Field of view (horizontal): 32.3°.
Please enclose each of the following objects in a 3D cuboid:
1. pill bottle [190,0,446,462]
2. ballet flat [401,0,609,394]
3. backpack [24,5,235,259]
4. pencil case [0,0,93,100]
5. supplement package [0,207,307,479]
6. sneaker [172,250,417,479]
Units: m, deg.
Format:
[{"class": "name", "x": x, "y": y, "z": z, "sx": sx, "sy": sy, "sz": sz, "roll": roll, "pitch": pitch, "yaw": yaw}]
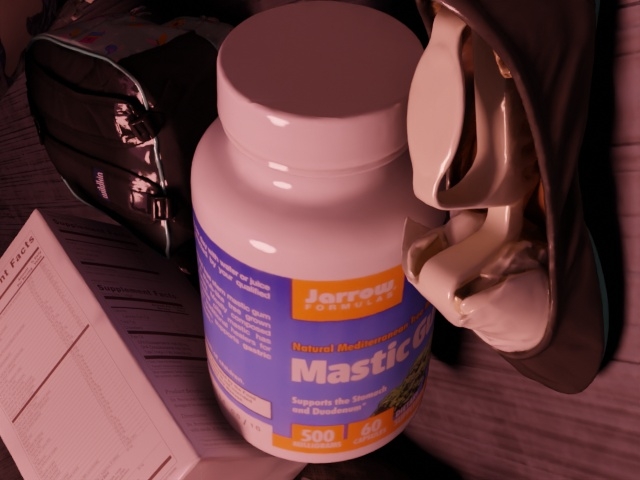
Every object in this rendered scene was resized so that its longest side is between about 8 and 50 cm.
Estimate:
[{"class": "pill bottle", "x": 0.000, "y": 0.000, "z": 0.674, "sx": 0.152, "sy": 0.152, "sz": 0.272, "roll": 45, "pitch": 150, "yaw": 35}, {"class": "ballet flat", "x": 0.084, "y": -0.022, "z": 0.556, "sx": 0.095, "sy": 0.096, "sz": 0.280, "roll": 30, "pitch": 139, "yaw": 48}, {"class": "backpack", "x": -0.139, "y": -0.096, "z": 0.855, "sx": 0.188, "sy": 0.144, "sz": 0.165, "roll": 19, "pitch": 131, "yaw": 39}, {"class": "pencil case", "x": -0.314, "y": -0.136, "z": 0.863, "sx": 0.184, "sy": 0.410, "sz": 0.160, "roll": 28, "pitch": 143, "yaw": -14}, {"class": "supplement package", "x": -0.146, "y": 0.111, "z": 0.822, "sx": 0.139, "sy": 0.134, "sz": 0.244, "roll": -49, "pitch": 59, "yaw": 17}, {"class": "sneaker", "x": -0.082, "y": 0.137, "z": 0.935, "sx": 0.483, "sy": 0.185, "sz": 0.202, "roll": 33, "pitch": 139, "yaw": 43}]
